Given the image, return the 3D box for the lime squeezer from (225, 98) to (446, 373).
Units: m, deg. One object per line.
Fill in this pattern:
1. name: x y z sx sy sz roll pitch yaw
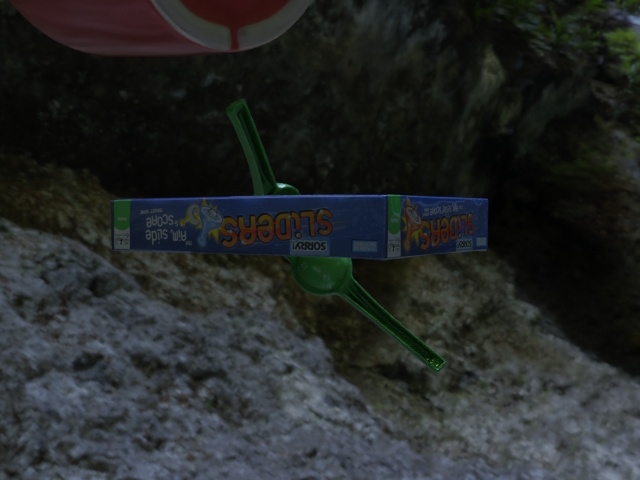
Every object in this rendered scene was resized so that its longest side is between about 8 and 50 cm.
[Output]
1. lime squeezer: 0.000 0.000 0.778 0.310 0.110 0.059 52 -128 -22

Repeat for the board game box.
1. board game box: -0.013 -0.010 0.552 0.136 0.201 0.035 -2 -87 -55

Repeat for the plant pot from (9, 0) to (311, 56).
1. plant pot: -0.138 -0.286 0.790 0.275 0.243 0.275 -16 -63 -35
